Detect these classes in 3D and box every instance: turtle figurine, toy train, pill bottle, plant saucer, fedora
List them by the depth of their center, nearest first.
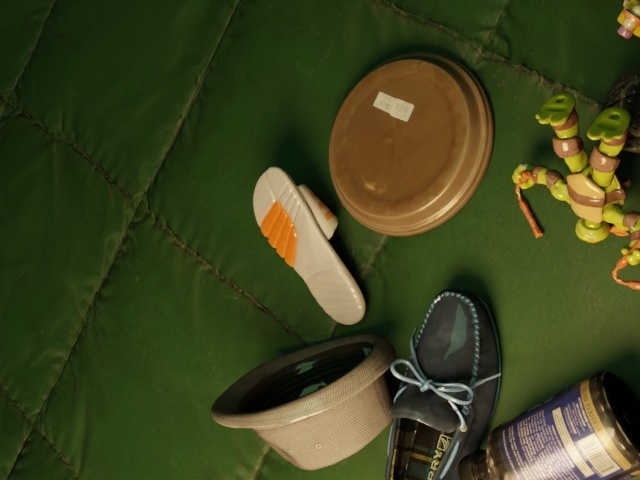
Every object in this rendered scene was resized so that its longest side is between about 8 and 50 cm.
[{"bbox_3d":[0.333,-0.063,1.117,0.087,0.217,0.269,-32,44,-14],"label":"turtle figurine"},{"bbox_3d":[0.279,0.257,1.121,0.219,0.123,0.123,-35,63,26],"label":"pill bottle"},{"bbox_3d":[0.413,-0.311,1.150,0.166,0.046,0.125,22,103,50],"label":"toy train"},{"bbox_3d":[-0.003,0.235,1.304,0.275,0.244,0.124,-20,100,30],"label":"fedora"},{"bbox_3d":[0.119,-0.145,1.362,0.278,0.041,0.278,-8,77,36],"label":"plant saucer"}]

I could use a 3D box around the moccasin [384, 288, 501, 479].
[{"bbox_3d":[0.156,0.232,1.219,0.138,0.117,0.342,3,84,37],"label":"moccasin"}]

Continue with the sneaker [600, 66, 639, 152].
[{"bbox_3d":[0.449,-0.147,1.079,0.286,0.130,0.109,-2,76,59],"label":"sneaker"}]

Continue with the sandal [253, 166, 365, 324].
[{"bbox_3d":[-0.006,0.006,1.414,0.102,0.076,0.265,-38,82,41],"label":"sandal"}]
